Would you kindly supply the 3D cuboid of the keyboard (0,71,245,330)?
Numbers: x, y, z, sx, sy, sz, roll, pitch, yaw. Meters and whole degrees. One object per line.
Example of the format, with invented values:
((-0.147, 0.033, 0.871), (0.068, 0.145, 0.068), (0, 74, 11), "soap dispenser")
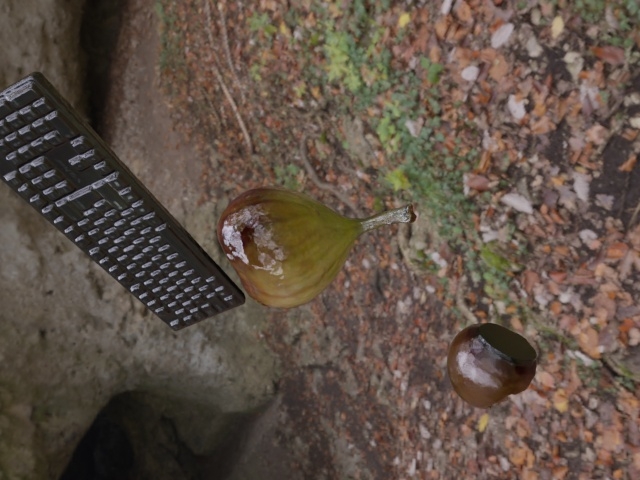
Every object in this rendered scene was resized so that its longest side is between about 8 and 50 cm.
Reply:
((-0.188, -0.013, 0.593), (0.100, 0.310, 0.018), (-22, 43, 15), "keyboard")

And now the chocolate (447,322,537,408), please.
((0.253, 0.198, 0.986), (0.127, 0.124, 0.133), (30, 114, 19), "chocolate")

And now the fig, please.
((-0.010, 0.011, 0.775), (0.160, 0.230, 0.143), (78, -154, -47), "fig")
